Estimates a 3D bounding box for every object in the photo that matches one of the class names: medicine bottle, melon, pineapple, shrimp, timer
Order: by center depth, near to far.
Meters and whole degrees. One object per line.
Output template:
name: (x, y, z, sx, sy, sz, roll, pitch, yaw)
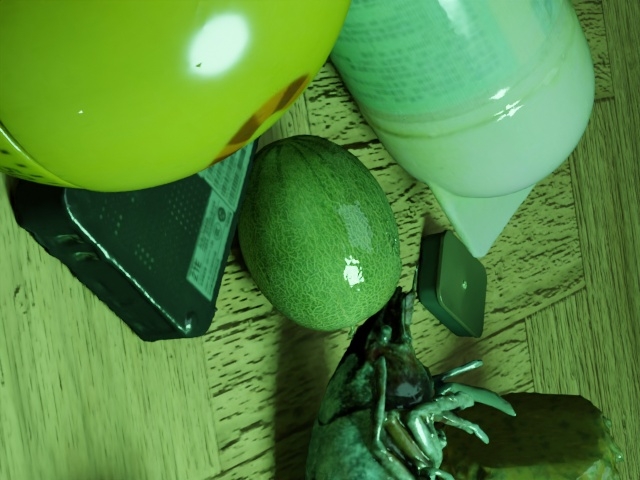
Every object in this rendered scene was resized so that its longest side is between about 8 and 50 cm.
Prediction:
timer: (-0.102, -0.205, 0.987, 0.376, 0.387, 0.376, 16, 72, -63)
melon: (0.000, 0.000, 1.399, 0.139, 0.139, 0.192, -49, 122, -55)
shrimp: (0.052, 0.227, 1.430, 0.166, 0.221, 0.410, 29, 75, -26)
medicine bottle: (0.140, -0.187, 1.599, 0.406, 0.236, 0.236, 55, 39, -40)
pineapple: (0.232, 0.333, 1.736, 0.202, 0.202, 0.362, -55, 142, -51)

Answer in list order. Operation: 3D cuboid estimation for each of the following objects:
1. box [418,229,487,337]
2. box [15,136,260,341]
box: (0.146, 0.050, 1.782, 0.126, 0.031, 0.091, 40, 50, -53)
box: (-0.123, -0.112, 1.278, 0.211, 0.058, 0.350, 51, 42, -47)
